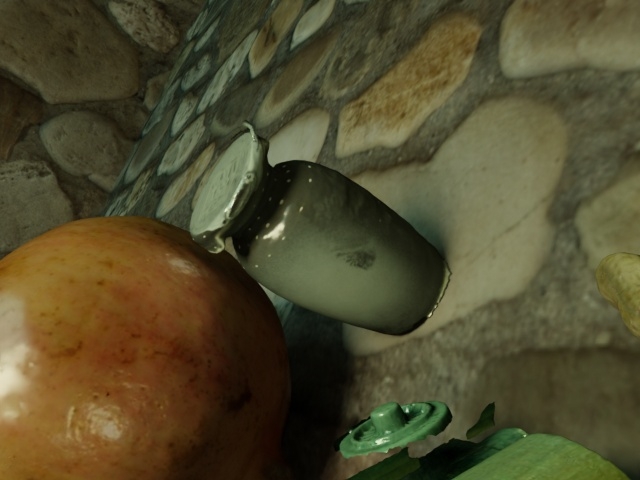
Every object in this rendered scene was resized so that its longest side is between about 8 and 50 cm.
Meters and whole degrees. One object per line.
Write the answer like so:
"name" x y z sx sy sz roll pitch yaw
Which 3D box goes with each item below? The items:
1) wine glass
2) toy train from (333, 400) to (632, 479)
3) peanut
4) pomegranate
"wine glass" 0.000 0.000 0.586 0.111 0.204 0.111 -42 31 32
"toy train" 0.007 0.165 0.327 0.127 0.307 0.189 67 155 7
"peanut" 0.181 0.035 0.400 0.037 0.037 0.083 -51 31 21
"pomegranate" -0.157 0.145 0.631 0.338 0.338 0.338 -44 28 32
